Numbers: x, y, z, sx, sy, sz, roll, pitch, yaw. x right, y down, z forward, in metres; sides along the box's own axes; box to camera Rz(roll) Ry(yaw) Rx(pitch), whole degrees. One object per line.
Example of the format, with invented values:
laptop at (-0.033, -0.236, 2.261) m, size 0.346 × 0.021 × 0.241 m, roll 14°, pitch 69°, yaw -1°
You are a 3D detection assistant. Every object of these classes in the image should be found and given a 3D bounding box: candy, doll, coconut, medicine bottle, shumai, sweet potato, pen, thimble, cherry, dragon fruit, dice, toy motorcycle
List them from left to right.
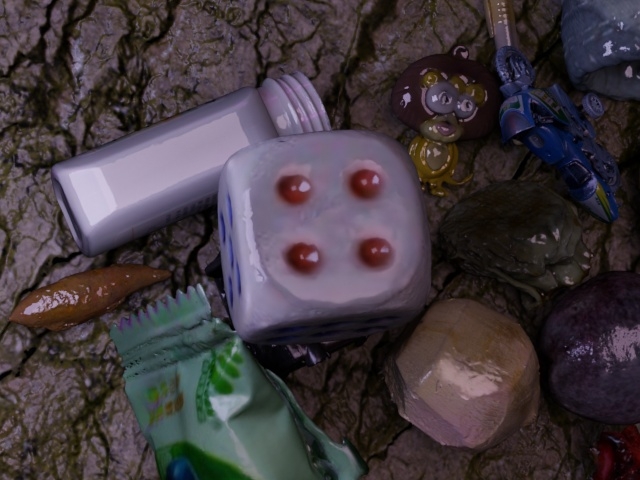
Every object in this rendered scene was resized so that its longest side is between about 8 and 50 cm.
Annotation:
sweet potato at (-0.276, 0.066, 1.675) m, size 0.206 × 0.060 × 0.068 m, roll -20°, pitch 124°, yaw -15°
medicine bottle at (-0.150, -0.094, 1.659) m, size 0.324 × 0.179 × 0.124 m, roll -22°, pitch 87°, yaw -14°
candy at (-0.108, 0.248, 1.586) m, size 0.172 × 0.263 × 0.398 m, roll -28°, pitch 90°, yaw -47°
dice at (0.000, 0.000, 1.428) m, size 0.193 × 0.194 × 0.192 m, roll -6°, pitch 76°, yaw -13°
doll at (0.166, -0.152, 1.785) m, size 0.145 × 0.096 × 0.188 m, roll -11°, pitch 94°, yaw -6°
coconut at (0.179, 0.168, 1.695) m, size 0.194 × 0.194 × 0.194 m, roll 2°, pitch 81°, yaw -12°
pen at (0.244, -0.240, 1.842) m, size 0.040 × 0.032 × 0.233 m, roll -5°, pitch 83°, yaw -12°
shumai at (0.250, 0.013, 1.776) m, size 0.184 × 0.184 × 0.142 m, roll -29°, pitch 116°, yaw -15°
toy motorcycle at (0.300, -0.132, 1.775) m, size 0.254 × 0.092 × 0.135 m, roll 45°, pitch 42°, yaw -17°
cherry at (0.359, 0.135, 1.736) m, size 0.195 × 0.195 × 0.195 m, roll 2°, pitch 81°, yaw -12°
dragon fruit at (0.374, 0.326, 1.739) m, size 0.092 × 0.122 × 0.192 m, roll -11°, pitch 106°, yaw 22°
thimble at (0.437, -0.285, 1.801) m, size 0.250 × 0.205 × 0.172 m, roll -3°, pitch 76°, yaw 14°

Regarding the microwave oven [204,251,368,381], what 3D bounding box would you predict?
microwave oven at (-0.016, 0.057, 1.636) m, size 0.188 × 0.247 × 0.178 m, roll -26°, pitch 85°, yaw -16°
